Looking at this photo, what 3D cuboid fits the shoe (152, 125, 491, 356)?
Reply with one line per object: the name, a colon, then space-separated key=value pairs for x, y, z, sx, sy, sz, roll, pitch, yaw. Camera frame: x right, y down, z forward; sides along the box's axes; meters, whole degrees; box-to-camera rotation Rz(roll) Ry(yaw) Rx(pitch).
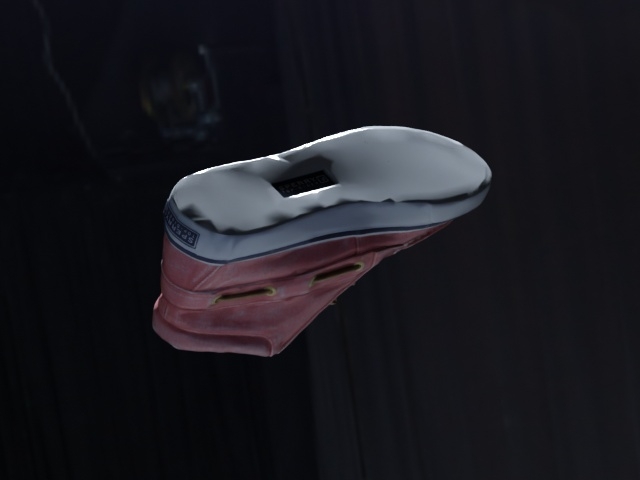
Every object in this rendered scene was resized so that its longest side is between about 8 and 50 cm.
shoe: x=0.000 y=0.000 z=0.630 sx=0.178 sy=0.081 sz=0.063 roll=-13 pitch=47 yaw=-33
